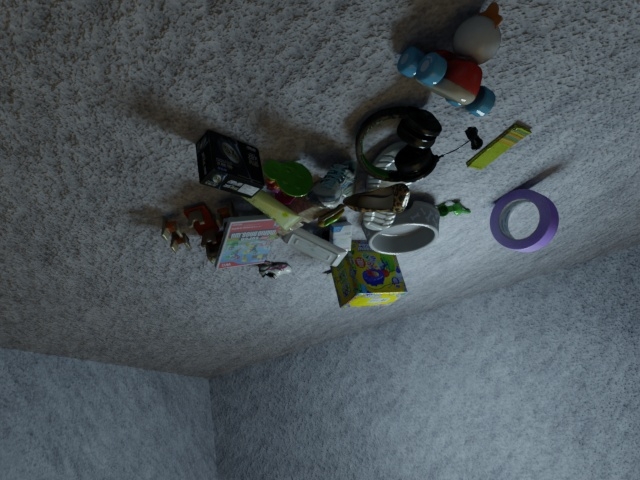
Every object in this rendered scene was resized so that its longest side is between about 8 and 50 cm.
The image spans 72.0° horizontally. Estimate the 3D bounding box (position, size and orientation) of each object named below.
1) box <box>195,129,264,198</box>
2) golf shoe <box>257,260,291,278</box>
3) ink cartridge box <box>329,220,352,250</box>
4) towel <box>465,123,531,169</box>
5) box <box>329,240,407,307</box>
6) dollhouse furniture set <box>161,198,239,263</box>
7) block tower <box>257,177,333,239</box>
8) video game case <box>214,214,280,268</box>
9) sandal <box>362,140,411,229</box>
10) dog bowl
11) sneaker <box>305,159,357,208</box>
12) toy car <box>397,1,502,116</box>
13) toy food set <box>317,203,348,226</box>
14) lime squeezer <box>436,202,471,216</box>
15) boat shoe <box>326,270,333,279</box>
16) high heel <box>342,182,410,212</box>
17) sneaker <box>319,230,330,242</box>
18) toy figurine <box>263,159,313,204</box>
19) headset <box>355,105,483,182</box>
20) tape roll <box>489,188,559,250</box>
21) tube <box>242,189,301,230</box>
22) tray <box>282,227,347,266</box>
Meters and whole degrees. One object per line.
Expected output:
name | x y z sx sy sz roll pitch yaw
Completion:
box | -0.266 -0.222 1.305 0.180 0.147 0.077 15 142 -42
golf shoe | -0.217 0.152 2.131 0.186 0.086 0.067 6 146 -37
ink cartridge box | 0.086 -0.015 1.909 0.088 0.052 0.122 -7 114 -20
towel | 0.665 -0.342 1.651 0.102 0.021 0.237 7 147 -33
box | 0.223 0.162 2.141 0.290 0.279 0.177 1 150 -28
dollhouse furniture set | -0.423 -0.040 1.656 0.262 0.135 0.259 -15 142 2
block tower | -0.096 -0.107 1.672 0.335 0.097 0.091 -28 151 24
video game case | -0.269 0.006 1.637 0.204 0.025 0.285 -7 146 -30
sandal | 0.236 -0.208 1.630 0.169 0.102 0.416 8 136 -10
dog bowl | 0.359 -0.044 1.947 0.349 0.102 0.349 -3 154 -2
sneaker | 0.039 -0.196 1.452 0.283 0.110 0.122 -42 147 -56
toy car | 0.364 -0.479 1.116 0.219 0.210 0.238 20 112 -28
toy food set | 0.042 -0.095 1.679 0.132 0.038 0.192 -33 -169 -8
lime squeezer | 0.566 -0.136 1.993 0.310 0.059 0.110 -6 -175 -15
boat shoe | 0.090 0.172 2.367 0.125 0.038 0.046 -26 110 13
high heel | 0.186 -0.140 1.487 0.186 0.093 0.261 1 173 -9
sneaker | 0.000 -0.001 1.961 0.152 0.058 0.084 -12 157 -7
toy figurine | -0.133 -0.184 1.507 0.173 0.130 0.159 20 153 -15
headset | 0.309 -0.315 1.403 0.394 0.185 0.243 1 132 6
tape roll | 0.909 -0.088 1.977 0.090 0.274 0.275 10 145 -40
tube | -0.182 -0.124 1.510 0.240 0.062 0.070 37 172 -21
tray | -0.030 0.031 1.889 0.270 0.030 0.145 26 143 -5
